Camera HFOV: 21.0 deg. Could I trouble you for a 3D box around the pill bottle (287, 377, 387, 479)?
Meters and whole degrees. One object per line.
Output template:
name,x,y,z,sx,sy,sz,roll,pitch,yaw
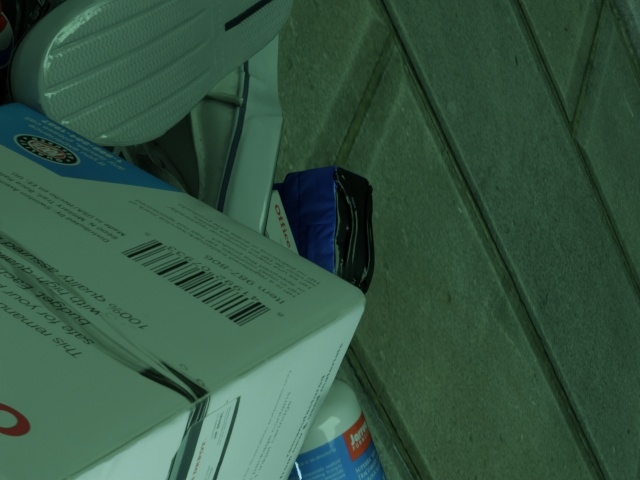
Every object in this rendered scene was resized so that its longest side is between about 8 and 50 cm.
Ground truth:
pill bottle,-0.012,0.195,1.494,0.124,0.124,0.221,-46,120,-60

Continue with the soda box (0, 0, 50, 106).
soda box,-0.252,-0.132,1.233,0.053,0.060,0.169,57,32,-35

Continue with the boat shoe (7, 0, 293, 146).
boat shoe,-0.144,-0.155,1.303,0.335,0.119,0.121,-34,130,-55

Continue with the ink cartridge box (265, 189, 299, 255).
ink cartridge box,-0.075,0.028,1.513,0.150,0.063,0.109,-37,111,-62

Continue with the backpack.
backpack,0.000,0.000,1.635,0.098,0.101,0.120,13,71,-60

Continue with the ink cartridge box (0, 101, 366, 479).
ink cartridge box,-0.193,0.075,0.971,0.395,0.285,0.166,-25,141,-63

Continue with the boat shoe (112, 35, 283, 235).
boat shoe,-0.115,-0.104,1.406,0.367,0.156,0.136,-92,-170,-47
